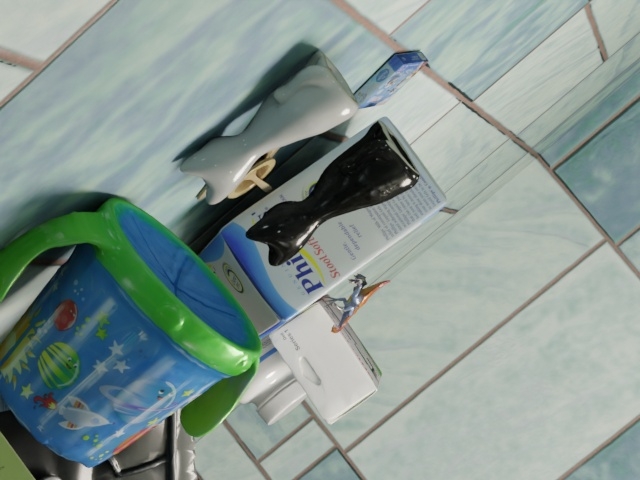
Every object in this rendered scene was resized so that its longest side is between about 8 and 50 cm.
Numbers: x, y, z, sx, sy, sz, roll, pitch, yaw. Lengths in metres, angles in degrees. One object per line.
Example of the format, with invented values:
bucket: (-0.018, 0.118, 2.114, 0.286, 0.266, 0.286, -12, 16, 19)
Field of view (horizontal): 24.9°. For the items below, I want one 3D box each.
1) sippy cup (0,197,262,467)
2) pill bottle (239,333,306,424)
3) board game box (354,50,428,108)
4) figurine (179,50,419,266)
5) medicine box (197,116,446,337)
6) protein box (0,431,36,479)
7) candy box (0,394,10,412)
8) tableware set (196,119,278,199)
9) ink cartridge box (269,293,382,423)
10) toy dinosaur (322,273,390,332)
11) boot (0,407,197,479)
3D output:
sippy cup: (-0.220, 0.111, 1.545, 0.224, 0.305, 0.240, -43, -174, 7)
pill bottle: (-0.118, 0.187, 2.349, 0.124, 0.221, 0.124, -37, 170, -7)
board game box: (0.090, -0.210, 1.898, 0.090, 0.020, 0.090, -42, 170, 26)
figurine: (-0.028, -0.084, 1.643, 0.209, 0.092, 0.215, -36, 130, 10)
medicine box: (-0.014, -0.004, 1.970, 0.289, 0.149, 0.263, -36, 179, -20)
protein box: (-0.439, 0.242, 1.486, 0.200, 0.201, 0.136, -33, 169, -32)
candy box: (-0.355, 0.258, 1.882, 0.233, 0.071, 0.159, 13, 136, -29)
tableware set: (-0.061, -0.107, 1.758, 0.128, 0.039, 0.194, -30, 167, -43)
ink cartridge box: (0.011, 0.173, 2.159, 0.093, 0.160, 0.219, -34, 179, 3)
toy dinosaur: (0.044, 0.090, 1.962, 0.047, 0.090, 0.082, -62, 159, -69)
boot: (-0.375, 0.214, 1.694, 0.445, 0.367, 0.146, -12, -161, -22)
